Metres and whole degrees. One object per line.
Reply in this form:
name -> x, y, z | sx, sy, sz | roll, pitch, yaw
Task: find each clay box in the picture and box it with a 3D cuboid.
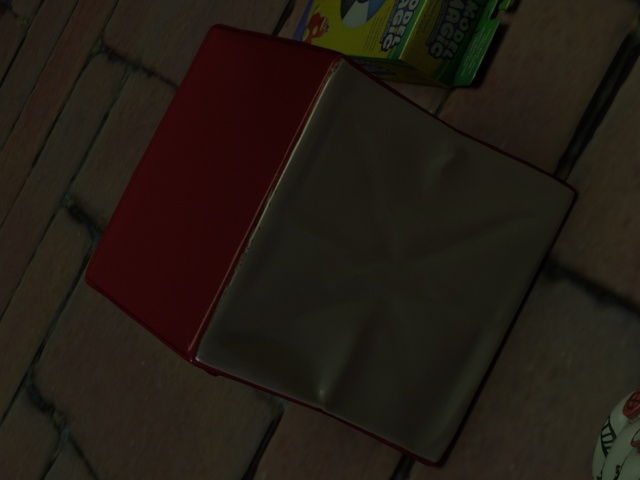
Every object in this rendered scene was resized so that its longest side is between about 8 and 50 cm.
clay box -> 0.064, -0.181, 1.134 | 0.127, 0.053, 0.222 | -66, 25, -3

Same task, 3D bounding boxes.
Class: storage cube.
storage cube -> 0.000, 0.000, 0.943 | 0.215, 0.183, 0.193 | -63, 28, -1

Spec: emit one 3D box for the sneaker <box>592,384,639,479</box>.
sneaker -> 0.156, 0.088, 0.588 | 0.270, 0.090, 0.145 | 98, -178, -53
